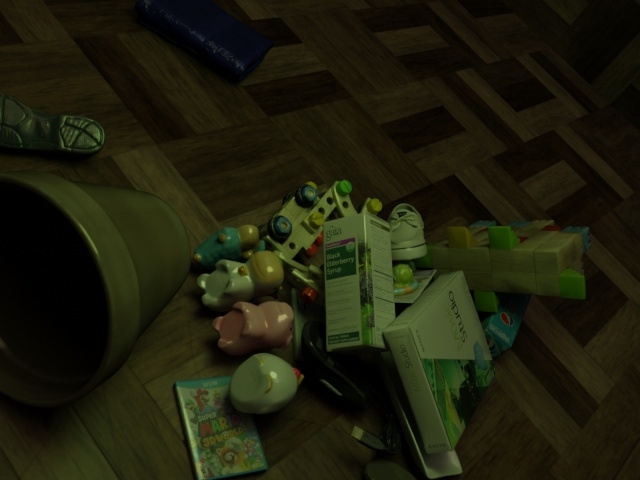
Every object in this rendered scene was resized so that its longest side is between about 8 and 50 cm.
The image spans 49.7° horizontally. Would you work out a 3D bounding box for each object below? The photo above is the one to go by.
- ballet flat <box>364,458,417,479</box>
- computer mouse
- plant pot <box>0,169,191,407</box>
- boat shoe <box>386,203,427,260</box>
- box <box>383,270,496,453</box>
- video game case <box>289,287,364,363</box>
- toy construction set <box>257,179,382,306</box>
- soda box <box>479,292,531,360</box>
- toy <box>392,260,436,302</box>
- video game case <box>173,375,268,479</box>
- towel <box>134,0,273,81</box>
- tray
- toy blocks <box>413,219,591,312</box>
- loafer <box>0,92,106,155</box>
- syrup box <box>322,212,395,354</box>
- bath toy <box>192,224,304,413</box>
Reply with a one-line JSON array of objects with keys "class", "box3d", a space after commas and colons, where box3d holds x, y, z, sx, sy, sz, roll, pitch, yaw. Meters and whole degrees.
[{"class": "ballet flat", "box3d": [0.171, 0.461, 1.152, 0.250, 0.058, 0.084, 36, 38, 6]}, {"class": "computer mouse", "box3d": [0.043, 0.270, 1.207, 0.262, 0.060, 0.184, 42, 27, -18]}, {"class": "plant pot", "box3d": [-0.349, 0.040, 1.025, 0.323, 0.323, 0.280, 43, 25, 7]}, {"class": "boat shoe", "box3d": [0.181, -0.023, 1.485, 0.096, 0.088, 0.267, -5, 13, 13]}, {"class": "box", "box3d": [0.234, 0.212, 1.289, 0.322, 0.059, 0.232, -30, 102, -57]}, {"class": "video game case", "box3d": [0.012, 0.171, 1.328, 0.143, 0.019, 0.157, 15, 45, -23]}, {"class": "toy construction set", "box3d": [0.000, 0.000, 1.391, 0.215, 0.151, 0.327, 46, 40, -12]}, {"class": "soda box", "box3d": [0.406, 0.174, 1.549, 0.067, 0.071, 0.210, 39, 42, 4]}, {"class": "toy", "box3d": [0.140, 0.071, 1.371, 0.237, 0.137, 0.056, -24, 110, -68]}, {"class": "video game case", "box3d": [-0.160, 0.296, 1.101, 0.119, 0.015, 0.166, 1, 52, -33]}, {"class": "towel", "box3d": [-0.287, -0.521, 1.721, 0.308, 0.076, 0.227, 34, 35, -3]}, {"class": "tray", "box3d": [0.169, 0.303, 1.266, 0.145, 0.030, 0.270, 20, 43, -54]}, {"class": "toy blocks", "box3d": [0.440, 0.028, 1.547, 0.261, 0.382, 0.190, -24, 109, -47]}, {"class": "loafer", "box3d": [-0.536, -0.201, 1.269, 0.268, 0.084, 0.096, 12, 78, -20]}, {"class": "syrup box", "box3d": [0.068, 0.078, 1.223, 0.096, 0.093, 0.236, 20, 63, -52]}, {"class": "bath toy", "box3d": [-0.109, 0.138, 1.195, 0.129, 0.151, 0.348, 38, 26, -52]}]
